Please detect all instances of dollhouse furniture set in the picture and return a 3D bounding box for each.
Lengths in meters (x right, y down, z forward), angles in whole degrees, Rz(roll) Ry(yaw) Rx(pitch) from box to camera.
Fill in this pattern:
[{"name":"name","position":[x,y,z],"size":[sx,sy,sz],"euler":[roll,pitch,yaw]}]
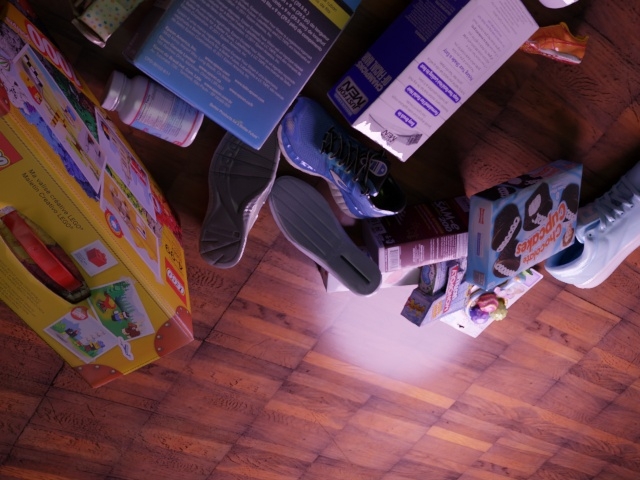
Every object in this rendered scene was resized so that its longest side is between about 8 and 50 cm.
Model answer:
[{"name":"dollhouse furniture set","position":[-0.328,-0.416,1.027],"size":[0.182,0.101,0.161],"euler":[-41,125,15]}]

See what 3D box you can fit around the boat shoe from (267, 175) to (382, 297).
[{"name":"boat shoe","position":[0.000,0.000,1.391],"size":[0.109,0.094,0.302],"euler":[-42,98,-13]}]

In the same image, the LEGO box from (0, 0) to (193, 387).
[{"name":"LEGO box","position":[-0.415,-0.080,1.075],"size":[0.193,0.372,0.500],"euler":[-26,128,4]}]

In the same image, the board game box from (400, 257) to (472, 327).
[{"name":"board game box","position":[0.266,0.101,1.535],"size":[0.194,0.060,0.194],"euler":[-27,136,-38]}]

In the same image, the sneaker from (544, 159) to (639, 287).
[{"name":"sneaker","position":[0.638,-0.042,1.546],"size":[0.150,0.135,0.366],"euler":[11,120,-26]}]

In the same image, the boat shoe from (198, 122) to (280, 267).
[{"name":"boat shoe","position":[-0.152,-0.102,1.317],"size":[0.118,0.103,0.321],"euler":[16,115,-3]}]

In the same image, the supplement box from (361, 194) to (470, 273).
[{"name":"supplement box","position":[0.218,-0.015,1.450],"size":[0.239,0.130,0.073],"euler":[-11,125,-9]}]

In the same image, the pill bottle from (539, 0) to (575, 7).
[{"name":"pill bottle","position":[0.326,-0.511,1.103],"size":[0.283,0.161,0.161],"euler":[30,112,-31]}]

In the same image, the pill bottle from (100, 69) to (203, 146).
[{"name":"pill bottle","position":[-0.287,-0.228,1.183],"size":[0.160,0.087,0.087],"euler":[21,117,-27]}]

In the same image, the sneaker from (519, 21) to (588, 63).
[{"name":"sneaker","position":[0.422,-0.381,1.298],"size":[0.175,0.064,0.067],"euler":[7,103,-26]}]

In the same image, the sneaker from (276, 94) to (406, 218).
[{"name":"sneaker","position":[0.054,-0.153,1.275],"size":[0.330,0.147,0.130],"euler":[39,69,-39]}]

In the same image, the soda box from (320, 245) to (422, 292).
[{"name":"soda box","position":[0.112,0.058,1.512],"size":[0.216,0.069,0.074],"euler":[-4,126,-12]}]

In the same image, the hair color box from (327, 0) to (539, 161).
[{"name":"hair color box","position":[0.196,-0.315,1.214],"size":[0.339,0.110,0.185],"euler":[-46,143,16]}]

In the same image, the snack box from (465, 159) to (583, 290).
[{"name":"snack box","position":[0.423,-0.039,1.425],"size":[0.322,0.060,0.187],"euler":[-21,120,-36]}]

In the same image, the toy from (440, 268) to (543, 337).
[{"name":"toy","position":[0.419,0.151,1.673],"size":[0.136,0.056,0.237],"euler":[28,114,-29]}]

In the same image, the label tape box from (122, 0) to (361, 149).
[{"name":"label tape box","position":[-0.111,-0.361,1.110],"size":[0.249,0.115,0.348],"euler":[33,93,-32]}]
